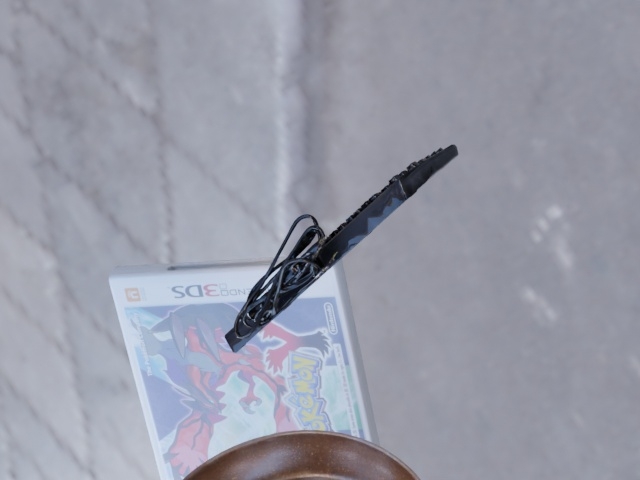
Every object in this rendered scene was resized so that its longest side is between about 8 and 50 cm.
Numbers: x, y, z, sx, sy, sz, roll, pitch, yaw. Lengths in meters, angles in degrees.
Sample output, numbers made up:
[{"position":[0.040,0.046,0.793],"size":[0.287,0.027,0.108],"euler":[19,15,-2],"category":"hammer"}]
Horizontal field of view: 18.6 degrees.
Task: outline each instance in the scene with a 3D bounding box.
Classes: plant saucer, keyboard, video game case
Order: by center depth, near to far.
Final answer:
[{"position":[-0.016,0.174,1.005],"size":[0.168,0.168,0.029],"euler":[40,162,37],"category":"plant saucer"},{"position":[0.000,0.000,1.224],"size":[0.038,0.100,0.192],"euler":[48,126,1],"category":"keyboard"},{"position":[-0.055,0.107,1.504],"size":[0.183,0.023,0.201],"euler":[-4,116,18],"category":"video game case"}]
